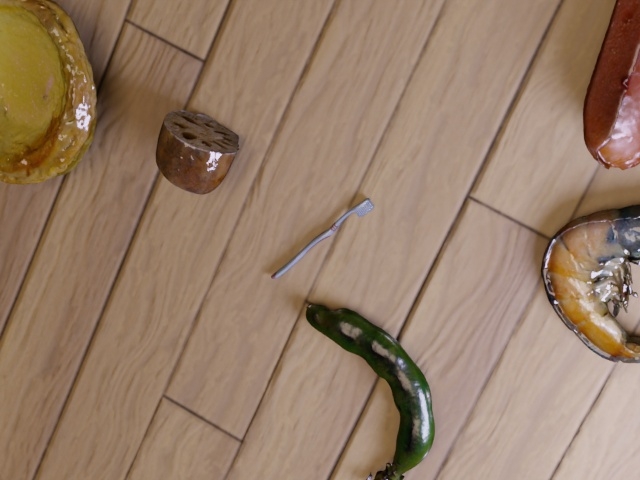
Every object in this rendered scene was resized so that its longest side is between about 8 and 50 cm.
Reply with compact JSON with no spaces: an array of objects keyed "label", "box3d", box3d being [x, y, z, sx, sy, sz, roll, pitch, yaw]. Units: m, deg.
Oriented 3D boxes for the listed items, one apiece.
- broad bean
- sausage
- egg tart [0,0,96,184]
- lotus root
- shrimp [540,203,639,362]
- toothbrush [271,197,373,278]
[{"label":"broad bean","box3d":[0.083,0.211,1.953,0.144,0.049,0.292,-20,93,22]},{"label":"sausage","box3d":[0.408,-0.252,1.732,0.102,0.102,0.330,19,104,15]},{"label":"egg tart","box3d":[-0.435,-0.228,2.021,0.294,0.123,0.294,4,101,23]},{"label":"lotus root","box3d":[-0.182,-0.128,1.950,0.112,0.122,0.081,24,115,-12]},{"label":"shrimp","box3d":[0.439,0.052,1.796,0.290,0.054,0.222,-21,91,25]},{"label":"toothbrush","box3d":[0.000,0.000,1.964,0.193,0.013,0.019,-37,95,21]}]
